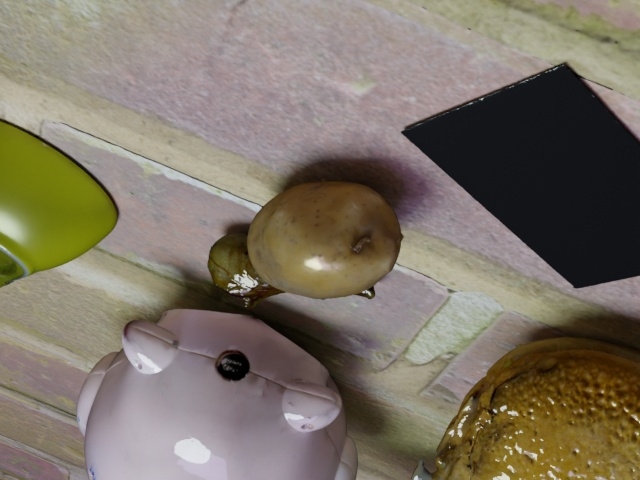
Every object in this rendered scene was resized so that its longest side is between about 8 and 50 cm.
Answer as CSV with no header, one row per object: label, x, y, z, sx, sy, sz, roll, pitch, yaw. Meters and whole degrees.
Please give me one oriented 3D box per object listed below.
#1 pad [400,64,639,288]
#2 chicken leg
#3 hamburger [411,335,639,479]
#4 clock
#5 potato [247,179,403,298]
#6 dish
pad,0.202,-0.039,0.839,0.245,0.006,0.170,37,146,-27
chicken leg,-0.030,0.038,1.066,0.178,0.070,0.093,6,148,7
hamburger,0.257,0.244,0.997,0.314,0.289,0.170,26,-172,17
clock,-0.130,0.243,1.269,0.368,0.250,0.376,20,151,2
potato,0.000,0.000,0.933,0.178,0.118,0.109,-11,103,63
dish,-0.362,-0.020,1.131,0.221,0.108,0.262,36,147,-22
